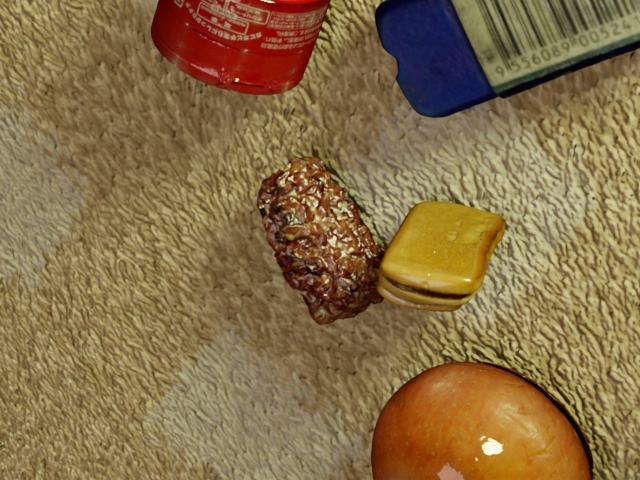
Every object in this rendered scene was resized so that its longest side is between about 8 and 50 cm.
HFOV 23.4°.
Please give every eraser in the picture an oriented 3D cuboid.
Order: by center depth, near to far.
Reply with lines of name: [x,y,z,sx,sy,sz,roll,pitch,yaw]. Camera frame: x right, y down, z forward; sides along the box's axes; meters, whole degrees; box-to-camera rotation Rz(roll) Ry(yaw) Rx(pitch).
eraser: [0.227,-0.243,1.643,0.332,0.101,0.155,-18,102,36]

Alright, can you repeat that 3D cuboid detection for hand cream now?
hand cream: [-0.089,-0.265,1.763,0.193,0.193,0.125,33,124,14]

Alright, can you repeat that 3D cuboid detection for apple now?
apple: [0.184,0.280,1.833,0.252,0.206,0.271,-28,97,39]

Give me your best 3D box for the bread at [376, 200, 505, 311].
bread: [0.136,0.020,1.750,0.116,0.200,0.077,16,117,10]

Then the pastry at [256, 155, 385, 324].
pastry: [-0.001,0.001,1.882,0.097,0.115,0.208,-26,98,48]
